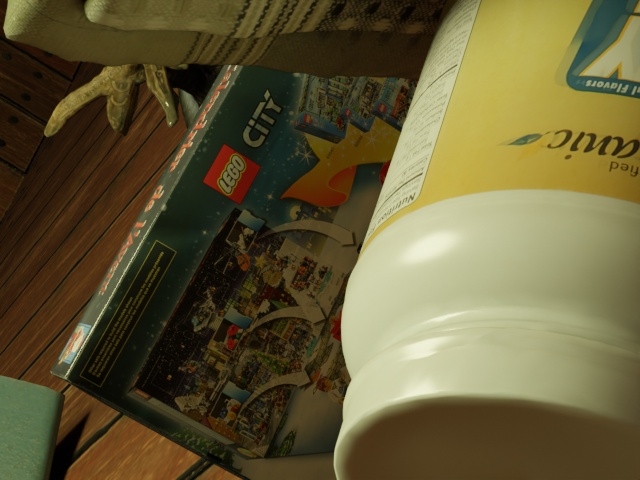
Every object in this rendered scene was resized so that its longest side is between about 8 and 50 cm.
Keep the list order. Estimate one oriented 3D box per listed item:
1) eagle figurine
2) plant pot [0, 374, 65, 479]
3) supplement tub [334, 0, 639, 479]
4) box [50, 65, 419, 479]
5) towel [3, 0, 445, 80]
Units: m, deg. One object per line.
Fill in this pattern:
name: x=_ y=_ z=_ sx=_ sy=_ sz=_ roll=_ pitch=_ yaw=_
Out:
eagle figurine: x=-0.120 y=-0.205 z=1.432 sx=0.226 sy=0.225 sz=0.298 roll=-3 pitch=8 yaw=23
plant pot: x=-0.392 y=0.266 z=1.229 sx=0.247 sy=0.247 sz=0.252 roll=-43 pitch=38 yaw=42
supplement tub: x=0.089 y=-0.002 z=0.438 sx=0.144 sy=0.144 sz=0.200 roll=-38 pitch=27 yaw=51
box: x=0.000 y=0.000 z=0.671 sx=0.233 sy=0.159 sz=0.044 roll=-61 pitch=16 yaw=-10
towel: x=0.094 y=-0.140 z=0.476 sx=0.324 sy=0.312 sz=0.056 roll=-37 pitch=66 yaw=45
